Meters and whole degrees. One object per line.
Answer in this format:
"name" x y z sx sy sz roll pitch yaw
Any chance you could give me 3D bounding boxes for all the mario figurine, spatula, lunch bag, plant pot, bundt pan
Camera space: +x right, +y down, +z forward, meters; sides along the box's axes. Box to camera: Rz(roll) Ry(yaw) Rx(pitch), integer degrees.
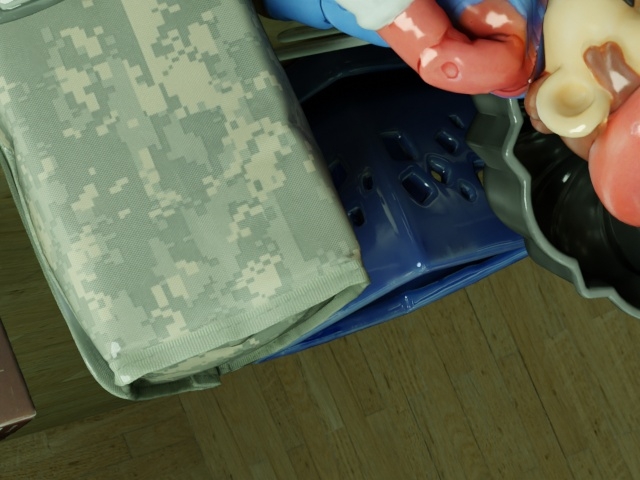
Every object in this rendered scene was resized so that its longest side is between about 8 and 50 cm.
"mario figurine" 0.113 -0.139 0.726 0.198 0.320 0.170 -49 144 -19
"spatula" 0.068 -0.149 0.950 0.242 0.019 0.168 -6 -159 32
"lunch bag" -0.095 -0.034 0.852 0.168 0.235 0.287 -23 173 -7
"plant pot" 0.042 -0.046 1.233 0.236 0.212 0.236 -15 169 -47
"bundt pan" 0.248 -0.107 1.121 0.330 0.331 0.124 -19 -165 -24

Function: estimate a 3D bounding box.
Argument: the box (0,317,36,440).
"box" -0.337 0.078 1.041 0.168 0.203 0.167 -17 170 -35

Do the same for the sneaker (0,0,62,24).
"sneaker" -0.071 -0.155 0.513 0.267 0.101 0.106 -36 -174 -6
